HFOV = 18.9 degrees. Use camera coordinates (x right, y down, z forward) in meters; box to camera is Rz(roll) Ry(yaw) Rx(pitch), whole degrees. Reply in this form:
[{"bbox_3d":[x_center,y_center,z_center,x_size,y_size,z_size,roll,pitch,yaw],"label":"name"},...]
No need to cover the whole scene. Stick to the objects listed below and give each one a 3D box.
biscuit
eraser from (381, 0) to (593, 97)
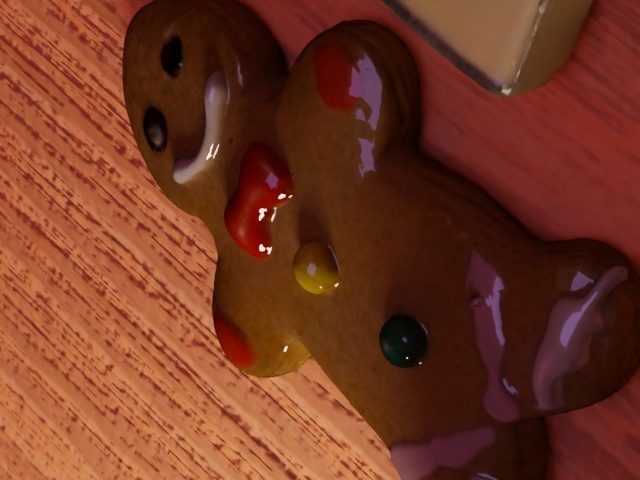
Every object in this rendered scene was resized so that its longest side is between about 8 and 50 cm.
[{"bbox_3d":[-0.001,0.000,1.210,0.432,0.064,0.283,46,133,25],"label":"biscuit"},{"bbox_3d":[0.103,-0.178,1.036,0.117,0.058,0.172,42,131,28],"label":"eraser"}]
